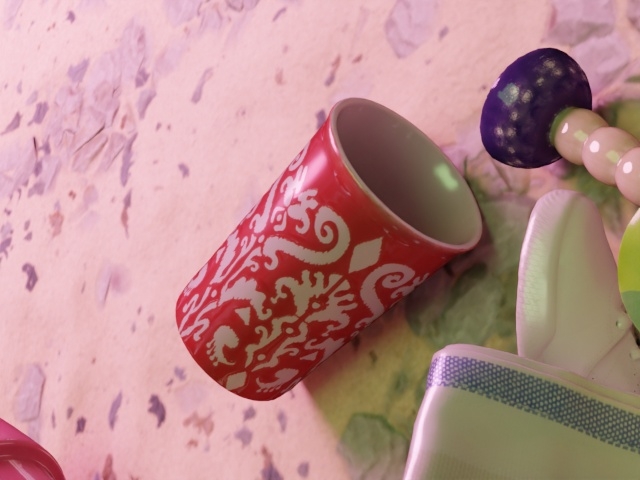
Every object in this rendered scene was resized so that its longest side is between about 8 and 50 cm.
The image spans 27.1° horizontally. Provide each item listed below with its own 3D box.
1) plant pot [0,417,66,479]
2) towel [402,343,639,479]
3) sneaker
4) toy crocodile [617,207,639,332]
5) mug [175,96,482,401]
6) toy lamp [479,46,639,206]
[{"bbox_3d":[-0.212,0.237,0.865,0.180,0.201,0.201,27,95,29],"label":"plant pot"},{"bbox_3d":[0.118,0.178,0.499,0.034,0.209,0.285,111,176,-52],"label":"towel"},{"bbox_3d":[0.149,0.079,0.638,0.094,0.080,0.212,-5,92,26],"label":"sneaker"},{"bbox_3d":[0.205,-0.043,0.470,0.105,0.115,0.340,37,118,38],"label":"toy crocodile"},{"bbox_3d":[0.006,0.008,0.807,0.113,0.150,0.169,47,119,4],"label":"mug"},{"bbox_3d":[0.188,-0.013,0.636,0.275,0.080,0.080,41,105,43],"label":"toy lamp"}]
